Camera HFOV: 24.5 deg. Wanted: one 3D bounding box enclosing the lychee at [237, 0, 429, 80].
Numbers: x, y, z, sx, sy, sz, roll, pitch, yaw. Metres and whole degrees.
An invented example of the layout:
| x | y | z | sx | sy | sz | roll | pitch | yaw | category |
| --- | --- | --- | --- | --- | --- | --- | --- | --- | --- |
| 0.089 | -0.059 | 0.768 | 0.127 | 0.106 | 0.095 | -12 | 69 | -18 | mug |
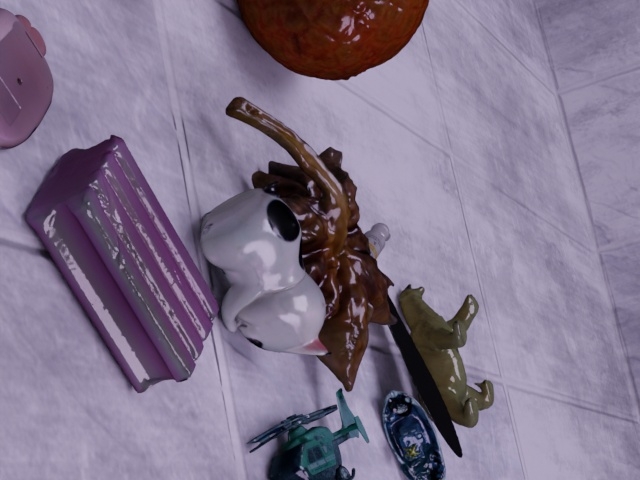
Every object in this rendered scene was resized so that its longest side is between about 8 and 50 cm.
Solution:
| x | y | z | sx | sy | sz | roll | pitch | yaw | category |
| --- | --- | --- | --- | --- | --- | --- | --- | --- | --- |
| 0.010 | -0.317 | 1.803 | 0.300 | 0.255 | 0.255 | 55 | 25 | -61 | lychee |

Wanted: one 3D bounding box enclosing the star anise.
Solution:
| x | y | z | sx | sy | sz | roll | pitch | yaw | category |
| --- | --- | --- | --- | --- | --- | --- | --- | --- | --- |
| -0.001 | 0.000 | 1.699 | 0.292 | 0.109 | 0.349 | -11 | 83 | -74 | star anise |

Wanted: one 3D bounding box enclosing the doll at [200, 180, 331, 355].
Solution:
| x | y | z | sx | sy | sz | roll | pitch | yaw | category |
| --- | --- | --- | --- | --- | --- | --- | --- | --- | --- |
| -0.060 | 0.036 | 1.528 | 0.110 | 0.107 | 0.180 | -112 | -176 | -73 | doll |

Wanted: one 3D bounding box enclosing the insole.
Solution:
| x | y | z | sx | sy | sz | roll | pitch | yaw | category |
| --- | --- | --- | --- | --- | --- | --- | --- | --- | --- |
| 0.110 | 0.136 | 1.914 | 0.322 | 0.007 | 0.109 | 63 | 14 | 9 | insole |

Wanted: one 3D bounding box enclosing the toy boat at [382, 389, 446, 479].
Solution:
| x | y | z | sx | sy | sz | roll | pitch | yaw | category |
| --- | --- | --- | --- | --- | --- | --- | --- | --- | --- |
| 0.115 | 0.247 | 1.851 | 0.061 | 0.060 | 0.137 | -85 | 154 | -84 | toy boat |

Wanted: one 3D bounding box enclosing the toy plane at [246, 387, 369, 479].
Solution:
| x | y | z | sx | sy | sz | roll | pitch | yaw | category |
| --- | --- | --- | --- | --- | --- | --- | --- | --- | --- |
| -0.005 | 0.225 | 1.585 | 0.096 | 0.060 | 0.235 | 61 | 24 | 7 | toy plane |

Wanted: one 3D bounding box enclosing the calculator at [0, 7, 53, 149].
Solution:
| x | y | z | sx | sy | sz | roll | pitch | yaw | category |
| --- | --- | --- | --- | --- | --- | --- | --- | --- | --- |
| -0.267 | -0.142 | 1.260 | 0.103 | 0.024 | 0.166 | 60 | 25 | -30 | calculator |

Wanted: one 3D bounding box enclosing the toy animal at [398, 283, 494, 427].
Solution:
| x | y | z | sx | sy | sz | roll | pitch | yaw | category |
| --- | --- | --- | --- | --- | --- | --- | --- | --- | --- |
| 0.164 | 0.154 | 2.008 | 0.103 | 0.101 | 0.218 | 15 | 63 | -61 | toy animal |

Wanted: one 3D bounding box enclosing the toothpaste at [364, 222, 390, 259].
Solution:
| x | y | z | sx | sy | sz | roll | pitch | yaw | category |
| --- | --- | --- | --- | --- | --- | --- | --- | --- | --- |
| 0.044 | 0.033 | 1.862 | 0.048 | 0.031 | 0.190 | 58 | 36 | -16 | toothpaste |

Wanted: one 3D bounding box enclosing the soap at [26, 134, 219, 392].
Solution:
| x | y | z | sx | sy | sz | roll | pitch | yaw | category |
| --- | --- | --- | --- | --- | --- | --- | --- | --- | --- |
| -0.171 | 0.021 | 1.311 | 0.203 | 0.066 | 0.122 | 62 | 23 | -25 | soap |
